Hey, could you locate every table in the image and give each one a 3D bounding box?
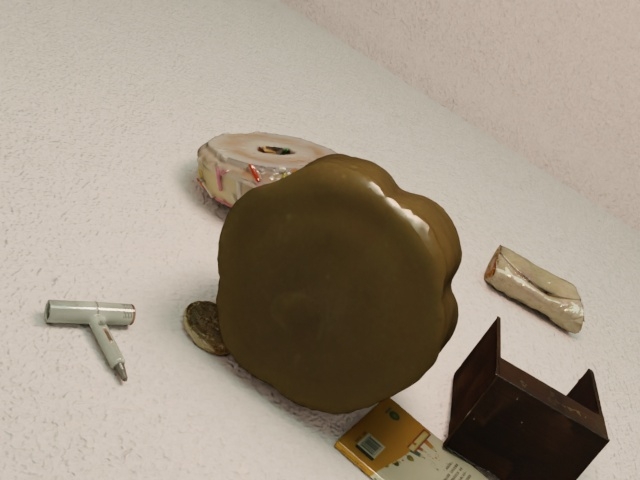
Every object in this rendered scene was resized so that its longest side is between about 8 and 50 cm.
[{"bbox_3d":[0.413,0.339,1.610,0.251,0.196,0.282,29,22,1],"label":"table"}]

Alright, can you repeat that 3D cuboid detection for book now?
[{"bbox_3d":[0.190,0.426,1.460,0.295,0.020,0.208,38,29,18],"label":"book"}]

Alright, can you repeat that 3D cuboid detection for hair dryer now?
[{"bbox_3d":[-0.384,0.175,1.356,0.155,0.044,0.183,6,38,-32],"label":"hair dryer"}]

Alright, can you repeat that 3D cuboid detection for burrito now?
[{"bbox_3d":[0.609,0.140,2.222,0.299,0.105,0.143,30,38,3],"label":"burrito"}]

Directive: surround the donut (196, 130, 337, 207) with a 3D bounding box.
[{"bbox_3d":[-0.122,-0.165,1.974,0.383,0.142,0.382,7,20,-3],"label":"donut"}]

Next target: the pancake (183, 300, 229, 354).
[{"bbox_3d":[-0.204,0.170,1.536,0.140,0.022,0.139,25,29,-15],"label":"pancake"}]

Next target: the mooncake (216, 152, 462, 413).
[{"bbox_3d":[0.037,0.074,1.478,0.467,0.467,0.262,33,15,9],"label":"mooncake"}]
